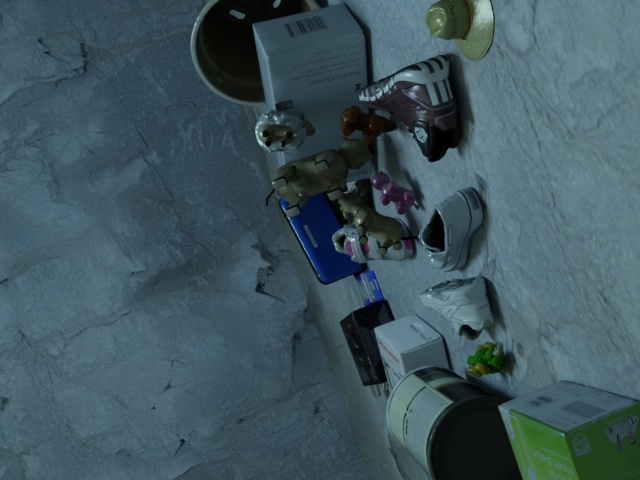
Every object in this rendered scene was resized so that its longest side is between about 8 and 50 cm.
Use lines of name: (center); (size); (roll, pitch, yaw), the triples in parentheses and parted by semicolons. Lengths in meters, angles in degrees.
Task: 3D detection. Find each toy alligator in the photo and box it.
toy alligator: (0.316, 0.220, 1.332); (0.051, 0.056, 0.190); (28, 163, 2)

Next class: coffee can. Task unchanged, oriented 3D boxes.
coffee can: (0.263, 0.374, 1.446); (0.275, 0.201, 0.202); (-167, 59, -78)

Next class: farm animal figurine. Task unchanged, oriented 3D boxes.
farm animal figurine: (0.044, -0.135, 1.560); (0.172, 0.326, 0.330); (-73, -23, -64)

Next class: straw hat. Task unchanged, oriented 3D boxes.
straw hat: (0.183, -0.315, 1.034); (0.144, 0.061, 0.144); (161, 90, -80)

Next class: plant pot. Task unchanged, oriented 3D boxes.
plant pot: (-0.164, -0.561, 1.818); (0.334, 0.333, 0.305); (82, 175, -47)

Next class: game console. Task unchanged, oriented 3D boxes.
game console: (0.000, 0.000, 2.201); (0.173, 0.250, 0.293); (-43, 72, 50)

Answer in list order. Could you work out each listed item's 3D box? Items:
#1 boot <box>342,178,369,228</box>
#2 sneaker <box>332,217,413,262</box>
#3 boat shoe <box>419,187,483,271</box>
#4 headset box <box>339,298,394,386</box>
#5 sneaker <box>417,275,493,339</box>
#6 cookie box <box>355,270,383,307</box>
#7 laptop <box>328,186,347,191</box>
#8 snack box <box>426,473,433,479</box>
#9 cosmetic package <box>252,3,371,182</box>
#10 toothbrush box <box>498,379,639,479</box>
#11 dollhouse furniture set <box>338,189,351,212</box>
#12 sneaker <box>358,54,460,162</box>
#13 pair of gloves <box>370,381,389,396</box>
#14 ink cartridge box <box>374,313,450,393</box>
boot: (0.121, -0.060, 1.865); (0.106, 0.082, 0.219); (35, 141, 27)
sneaker: (0.119, 0.010, 1.724); (0.252, 0.111, 0.103); (3, 113, 58)
boat shoe: (0.220, -0.010, 1.318); (0.258, 0.084, 0.095); (90, 158, -60)
headset box: (0.156, 0.310, 2.153); (0.293, 0.110, 0.218); (119, 131, -76)
sneaker: (0.257, 0.136, 1.384); (0.232, 0.090, 0.115); (154, 94, -81)
cookie box: (0.141, 0.142, 2.128); (0.107, 0.040, 0.092); (118, 133, -75)
laptop: (-0.035, -0.366, 2.218); (0.408, 0.236, 0.382); (44, 175, -11)
snack box: (0.312, 0.566, 1.901); (0.207, 0.070, 0.175); (-126, 21, -62)
cosmetic package: (-0.010, -0.303, 1.628); (0.156, 0.217, 0.385); (-112, 8, -45)
toothbrush box: (0.383, 0.359, 1.019); (0.206, 0.122, 0.283); (170, 80, -80)
dollhouse furniture set: (0.106, -0.069, 1.989); (0.152, 0.058, 0.076); (55, 174, -37)
sneaker: (0.156, -0.210, 1.258); (0.281, 0.106, 0.163); (-167, 56, -77)
pair of gloves: (0.179, 0.406, 2.400); (0.240, 0.042, 0.204); (107, 146, -70)
ink cartridge box: (0.238, 0.341, 1.759); (0.198, 0.114, 0.273); (-142, 35, -72)
